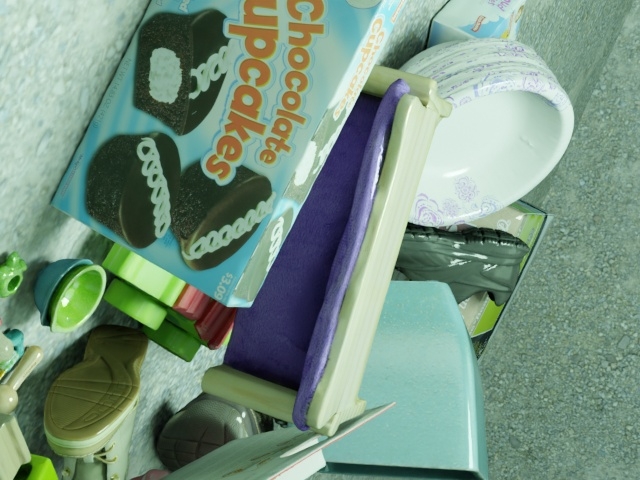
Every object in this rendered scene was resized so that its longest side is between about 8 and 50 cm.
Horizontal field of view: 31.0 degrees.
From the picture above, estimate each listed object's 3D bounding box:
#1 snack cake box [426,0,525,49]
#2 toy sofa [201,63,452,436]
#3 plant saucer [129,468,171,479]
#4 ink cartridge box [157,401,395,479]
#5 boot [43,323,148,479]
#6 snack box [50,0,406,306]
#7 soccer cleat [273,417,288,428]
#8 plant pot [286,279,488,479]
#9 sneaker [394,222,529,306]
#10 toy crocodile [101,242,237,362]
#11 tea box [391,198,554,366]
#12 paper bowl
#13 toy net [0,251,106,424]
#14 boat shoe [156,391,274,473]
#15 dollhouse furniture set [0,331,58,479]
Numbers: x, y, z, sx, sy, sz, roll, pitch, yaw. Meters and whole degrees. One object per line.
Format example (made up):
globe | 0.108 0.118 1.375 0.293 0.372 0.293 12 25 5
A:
snack cake box | 0.220 -0.255 1.760 0.152 0.089 0.264 -48 158 -35
toy sofa | 0.000 0.000 1.151 0.177 0.150 0.362 0 107 -72
plant saucer | -0.241 0.428 1.337 0.332 0.084 0.332 -170 -90 -85
ink cartridge box | -0.071 0.251 1.197 0.275 0.239 0.060 -17 89 -59
boot | -0.219 0.194 1.110 0.213 0.077 0.165 -81 -176 -70
snack box | -0.071 -0.128 0.959 0.322 0.187 0.060 -63 163 4
soccer cleat | -0.046 0.166 1.671 0.318 0.109 0.116 73 19 -57
plant pot | 0.102 0.187 1.559 0.248 0.247 0.252 53 41 -71
sneaker | 0.175 0.039 1.774 0.109 0.286 0.130 -99 -162 -74
toy crocodile | -0.135 0.056 1.198 0.115 0.105 0.340 -58 162 -12
tea box | 0.220 0.054 2.015 0.329 0.220 0.323 -65 163 9
paper bowl | 0.193 -0.162 1.600 0.284 0.148 0.284 -16 143 -12
toy net | -0.270 0.117 1.007 0.232 0.045 0.122 -65 163 12
boat shoe | -0.134 0.267 1.534 0.355 0.132 0.130 107 9 -58
dollhouse furniture set | -0.330 0.143 0.850 0.197 0.151 0.301 -73 159 -50
